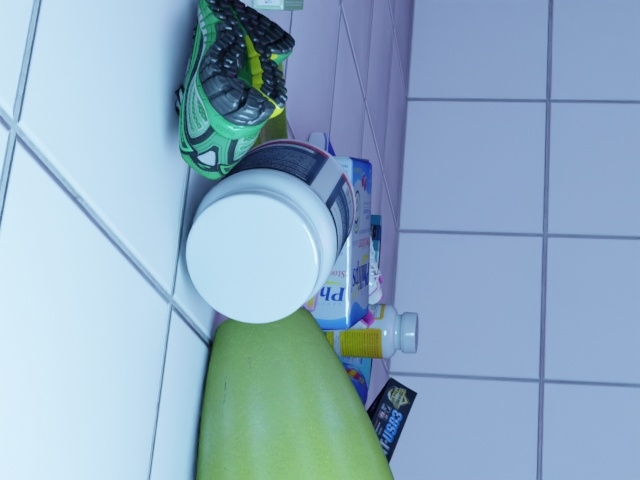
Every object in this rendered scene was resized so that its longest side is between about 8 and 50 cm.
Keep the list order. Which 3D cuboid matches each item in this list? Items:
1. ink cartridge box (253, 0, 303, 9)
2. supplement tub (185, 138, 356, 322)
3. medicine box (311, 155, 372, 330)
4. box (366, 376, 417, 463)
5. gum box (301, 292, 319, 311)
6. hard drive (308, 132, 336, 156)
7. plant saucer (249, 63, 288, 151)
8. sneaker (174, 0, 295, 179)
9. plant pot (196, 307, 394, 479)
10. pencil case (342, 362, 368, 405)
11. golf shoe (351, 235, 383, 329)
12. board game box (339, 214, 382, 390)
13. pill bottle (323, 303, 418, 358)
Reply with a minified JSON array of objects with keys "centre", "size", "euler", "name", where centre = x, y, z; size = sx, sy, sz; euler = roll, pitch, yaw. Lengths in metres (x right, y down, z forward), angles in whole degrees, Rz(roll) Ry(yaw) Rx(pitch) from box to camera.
[{"centre":[-0.066,-0.484,1.898],"size":[0.171,0.056,0.235],"euler":[-46,139,-75],"name":"ink cartridge box"},{"centre":[-0.062,-0.017,1.584],"size":[0.272,0.191,0.191],"euler":[-60,151,-70],"name":"supplement tub"},{"centre":[0.000,0.000,2.091],"size":[0.263,0.149,0.289],"euler":[-14,105,-80],"name":"medicine box"},{"centre":[0.062,0.455,2.315],"size":[0.293,0.073,0.295],"euler":[-59,180,37],"name":"box"},{"centre":[-0.047,0.013,1.870],"size":[0.107,0.062,0.188],"euler":[34,53,-30],"name":"gum box"},{"centre":[0.013,-0.070,2.480],"size":[0.319,0.040,0.210],"euler":[59,34,-73],"name":"hard drive"},{"centre":[-0.091,-0.163,1.827],"size":[0.188,0.045,0.188],"euler":[-73,162,-60],"name":"plant saucer"},{"centre":[-0.125,-0.202,1.482],"size":[0.146,0.134,0.343],"euler":[-52,-163,28],"name":"sneaker"},{"centre":[-0.051,0.246,1.609],"size":[0.275,0.274,0.293],"euler":[67,11,-69],"name":"plant pot"},{"centre":[0.017,0.344,2.360],"size":[0.119,0.133,0.306],"euler":[48,15,-3],"name":"pencil case"},{"centre":[0.074,0.044,2.387],"size":[0.115,0.140,0.306],"euler":[-46,153,-55],"name":"golf shoe"},{"centre":[0.090,0.136,2.737],"size":[0.254,0.079,0.336],"euler":[-76,170,-70],"name":"board game box"},{"centre":[0.101,0.191,2.544],"size":[0.117,0.208,0.117],"euler":[2,90,-81],"name":"pill bottle"}]
